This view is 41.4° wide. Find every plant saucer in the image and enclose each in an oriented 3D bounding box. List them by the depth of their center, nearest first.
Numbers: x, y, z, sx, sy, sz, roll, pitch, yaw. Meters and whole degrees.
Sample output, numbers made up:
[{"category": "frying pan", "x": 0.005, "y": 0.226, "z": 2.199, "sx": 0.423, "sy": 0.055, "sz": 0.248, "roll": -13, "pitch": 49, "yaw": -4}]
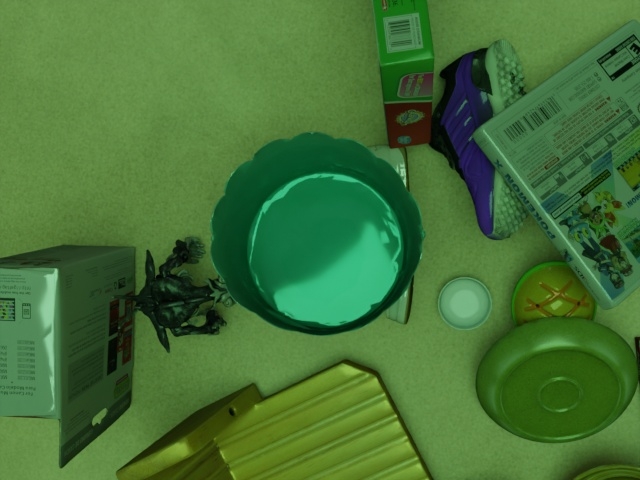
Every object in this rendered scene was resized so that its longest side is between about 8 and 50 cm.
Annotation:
[{"category": "plant saucer", "x": 0.354, "y": 0.221, "z": 1.263, "sx": 0.241, "sy": 0.037, "sz": 0.241, "roll": 2, "pitch": 121, "yaw": 4}]

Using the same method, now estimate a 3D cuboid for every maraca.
[{"category": "maraca", "x": 0.353, "y": 0.116, "z": 1.278, "sx": 0.127, "sy": 0.099, "sz": 0.186, "roll": -4, "pitch": 112, "yaw": 8}]

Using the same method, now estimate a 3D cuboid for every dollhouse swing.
[{"category": "dollhouse swing", "x": -0.039, "y": 0.392, "z": 1.252, "sx": 0.305, "sy": 0.315, "sz": 0.347, "roll": -26, "pitch": 91, "yaw": 27}]

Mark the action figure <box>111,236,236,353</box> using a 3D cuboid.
[{"category": "action figure", "x": -0.176, "y": 0.076, "z": 1.306, "sx": 0.275, "sy": 0.141, "sz": 0.164, "roll": -10, "pitch": 96, "yaw": -9}]

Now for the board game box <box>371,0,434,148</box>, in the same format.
[{"category": "board game box", "x": 0.104, "y": -0.286, "z": 1.132, "sx": 0.064, "sy": 0.316, "sz": 0.242, "roll": -7, "pitch": 79, "yaw": 5}]

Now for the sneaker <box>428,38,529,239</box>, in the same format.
[{"category": "sneaker", "x": 0.227, "y": -0.139, "z": 1.254, "sx": 0.146, "sy": 0.102, "sz": 0.293, "roll": -9, "pitch": 75, "yaw": 37}]

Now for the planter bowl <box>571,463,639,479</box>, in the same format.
[{"category": "planter bowl", "x": 0.466, "y": 0.429, "z": 1.281, "sx": 0.217, "sy": 0.090, "sz": 0.217, "roll": 3, "pitch": 97, "yaw": 22}]

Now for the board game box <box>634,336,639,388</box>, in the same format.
[{"category": "board game box", "x": 0.574, "y": 0.281, "z": 1.302, "sx": 0.145, "sy": 0.027, "sz": 0.281, "roll": -7, "pitch": 94, "yaw": 5}]

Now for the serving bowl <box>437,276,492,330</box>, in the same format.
[{"category": "serving bowl", "x": 0.224, "y": 0.097, "z": 1.321, "sx": 0.083, "sy": 0.027, "sz": 0.083, "roll": 1, "pitch": 95, "yaw": 5}]

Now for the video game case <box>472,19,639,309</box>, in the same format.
[{"category": "video game case", "x": 0.419, "y": -0.115, "z": 1.187, "sx": 0.329, "sy": 0.036, "sz": 0.300, "roll": -35, "pitch": 87, "yaw": -21}]

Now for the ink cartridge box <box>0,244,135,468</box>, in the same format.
[{"category": "ink cartridge box", "x": -0.381, "y": 0.153, "z": 1.243, "sx": 0.130, "sy": 0.309, "sz": 0.272, "roll": 1, "pitch": 94, "yaw": 6}]

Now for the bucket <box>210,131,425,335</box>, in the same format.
[{"category": "bucket", "x": 0.000, "y": 0.000, "z": 1.159, "sx": 0.281, "sy": 0.183, "sz": 0.281, "roll": 0, "pitch": 83, "yaw": 3}]

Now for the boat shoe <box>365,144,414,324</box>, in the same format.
[{"category": "boat shoe", "x": 0.093, "y": -0.009, "z": 1.295, "sx": 0.096, "sy": 0.098, "sz": 0.277, "roll": -4, "pitch": 85, "yaw": 6}]
